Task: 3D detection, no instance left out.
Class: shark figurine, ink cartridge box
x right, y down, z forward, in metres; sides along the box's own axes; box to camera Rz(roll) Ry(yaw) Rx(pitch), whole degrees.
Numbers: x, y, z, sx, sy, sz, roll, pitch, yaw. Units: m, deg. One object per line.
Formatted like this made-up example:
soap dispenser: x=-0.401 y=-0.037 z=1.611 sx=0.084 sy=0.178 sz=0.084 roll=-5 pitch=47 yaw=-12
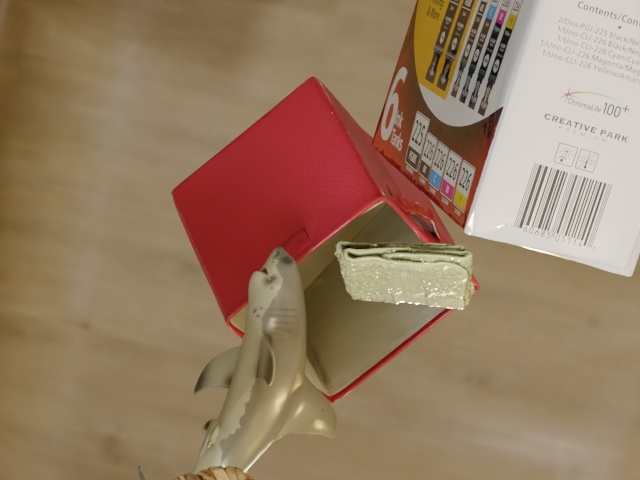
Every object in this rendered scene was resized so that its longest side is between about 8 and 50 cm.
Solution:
shark figurine: x=-0.051 y=0.163 z=1.588 sx=0.278 sy=0.116 sz=0.166 roll=-64 pitch=-157 yaw=13
ink cartridge box: x=0.164 y=-0.151 z=1.367 sx=0.309 sy=0.130 sz=0.272 roll=-129 pitch=-125 yaw=-73

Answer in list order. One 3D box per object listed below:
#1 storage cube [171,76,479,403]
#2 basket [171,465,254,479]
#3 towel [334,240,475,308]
storage cube: x=0.000 y=0.000 z=1.775 sx=0.183 sy=0.215 sz=0.193 roll=40 pitch=17 yaw=-43
basket: x=-0.069 y=0.341 z=1.332 sx=0.223 sy=0.213 sz=0.299 roll=85 pitch=-16 yaw=-51
towel: x=0.069 y=0.028 z=1.488 sx=0.148 sy=0.110 sz=0.027 roll=71 pitch=23 yaw=-76
